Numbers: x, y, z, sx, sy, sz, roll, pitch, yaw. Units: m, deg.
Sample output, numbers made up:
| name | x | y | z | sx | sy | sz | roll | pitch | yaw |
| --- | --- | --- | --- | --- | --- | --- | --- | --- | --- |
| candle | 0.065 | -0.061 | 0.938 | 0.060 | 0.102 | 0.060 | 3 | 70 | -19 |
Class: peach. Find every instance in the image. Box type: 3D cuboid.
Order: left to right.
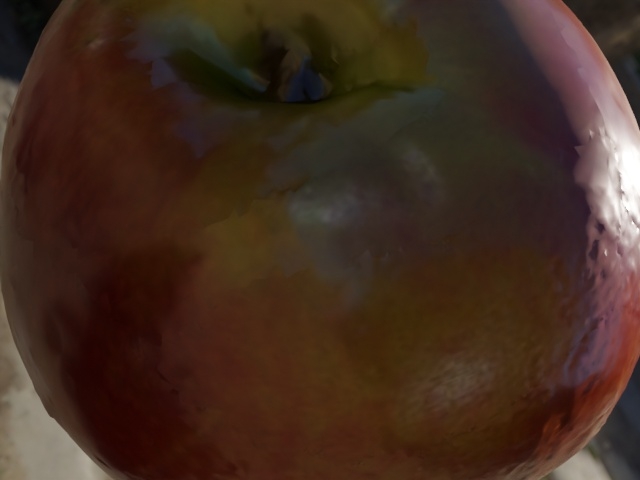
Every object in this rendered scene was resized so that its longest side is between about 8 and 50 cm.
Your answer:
| name | x | y | z | sx | sy | sz | roll | pitch | yaw |
| --- | --- | --- | --- | --- | --- | --- | --- | --- | --- |
| peach | 0.000 | 0.000 | 0.999 | 0.388 | 0.388 | 0.388 | 46 | 24 | -28 |
